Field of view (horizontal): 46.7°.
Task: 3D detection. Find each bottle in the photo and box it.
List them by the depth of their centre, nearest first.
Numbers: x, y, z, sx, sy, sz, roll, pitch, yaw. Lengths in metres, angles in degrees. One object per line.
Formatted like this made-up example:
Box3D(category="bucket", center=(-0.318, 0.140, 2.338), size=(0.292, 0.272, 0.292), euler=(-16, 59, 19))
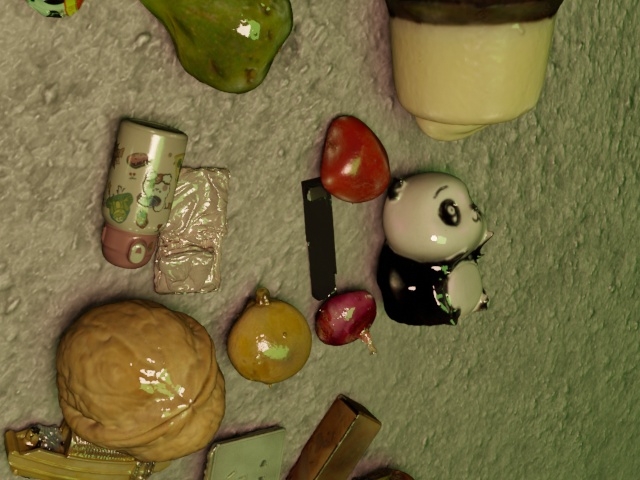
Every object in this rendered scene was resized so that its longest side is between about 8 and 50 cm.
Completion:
Box3D(category="bottle", center=(-0.310, -0.075, 1.273), size=(0.120, 0.120, 0.253), euler=(8, 103, -31))

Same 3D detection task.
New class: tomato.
Box3D(category="tomato", center=(0.088, -0.157, 1.473), size=(0.174, 0.082, 0.166), euler=(19, 80, -42))

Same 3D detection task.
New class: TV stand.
Box3D(category="TV stand", center=(0.000, 0.000, 1.523), size=(0.049, 0.040, 0.256), euler=(-14, 114, -25))

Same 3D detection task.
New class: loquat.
Box3D(category="loquat", center=(-0.104, 0.191, 1.469), size=(0.172, 0.149, 0.204), euler=(-15, 103, -20))

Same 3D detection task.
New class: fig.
Box3D(category="fig", center=(-0.189, -0.375, 1.219), size=(0.275, 0.206, 0.206), euler=(31, 91, -11))

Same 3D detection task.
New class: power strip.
Box3D(category="power strip", center=(-0.178, 0.497, 1.586), size=(0.213, 0.064, 0.198), euler=(0, 106, -44))

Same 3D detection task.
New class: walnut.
Box3D(category="walnut", center=(-0.305, 0.237, 1.275), size=(0.252, 0.313, 0.277), euler=(-15, 108, -43))

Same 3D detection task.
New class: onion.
Box3D(category="onion", center=(0.071, 0.186, 1.561), size=(0.150, 0.140, 0.150), euler=(-24, 149, -15))

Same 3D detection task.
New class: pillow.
Box3D(category="pillow", center=(-0.237, -0.014, 1.380), size=(0.135, 0.049, 0.248), euler=(1, 104, -25))

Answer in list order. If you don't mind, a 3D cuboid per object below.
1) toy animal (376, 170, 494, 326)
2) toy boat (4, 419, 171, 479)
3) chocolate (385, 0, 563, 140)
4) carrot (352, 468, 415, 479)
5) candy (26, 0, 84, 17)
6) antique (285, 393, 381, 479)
Box3D(category="toy animal", center=(0.229, 0.011, 1.553), size=(0.251, 0.251, 0.309), euler=(-8, 98, -27))
Box3D(category="toy boat", center=(-0.429, 0.390, 1.388), size=(0.310, 0.089, 0.115), euler=(21, 105, -34))
Box3D(category="chocolate", center=(0.298, -0.348, 1.404), size=(0.314, 0.326, 0.297), euler=(-42, 126, -50))
Box3D(category="carrot", center=(0.165, 0.654, 1.761), size=(0.214, 0.193, 0.331), euler=(-25, 126, 6))
Box3D(category="candy", center=(-0.505, -0.377, 1.093), size=(0.305, 0.083, 0.091), euler=(-5, 105, -20))
Box3D(category="antique", center=(0.007, 0.508, 1.677), size=(0.087, 0.093, 0.310), euler=(34, 89, -34))
